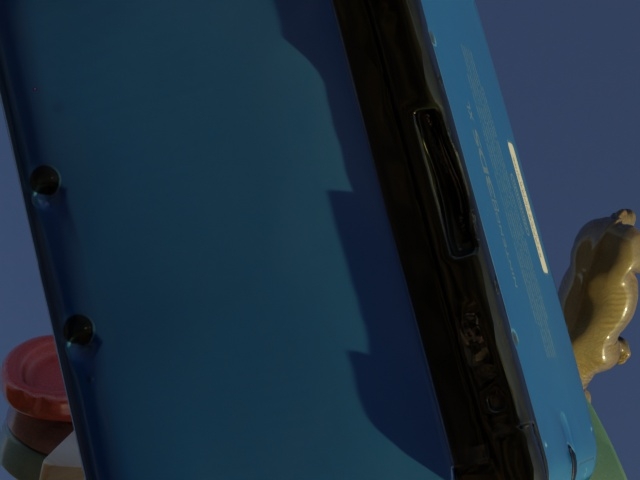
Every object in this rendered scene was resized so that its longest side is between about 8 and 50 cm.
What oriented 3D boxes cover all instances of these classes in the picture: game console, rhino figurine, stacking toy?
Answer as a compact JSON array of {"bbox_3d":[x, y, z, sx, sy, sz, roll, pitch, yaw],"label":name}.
[{"bbox_3d":[0.000,0.000,0.688,0.173,0.250,0.293,-17,-99,18],"label":"game console"},{"bbox_3d":[0.245,0.087,1.308,0.073,0.106,0.243,20,-84,27],"label":"rhino figurine"},{"bbox_3d":[-0.106,0.192,1.112,0.309,0.279,0.130,10,-74,-12],"label":"stacking toy"}]

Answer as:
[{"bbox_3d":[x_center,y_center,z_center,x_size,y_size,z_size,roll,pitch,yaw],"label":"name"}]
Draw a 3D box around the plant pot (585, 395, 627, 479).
[{"bbox_3d":[0.085,0.166,0.883,0.234,0.165,0.165,57,-49,31],"label":"plant pot"}]
